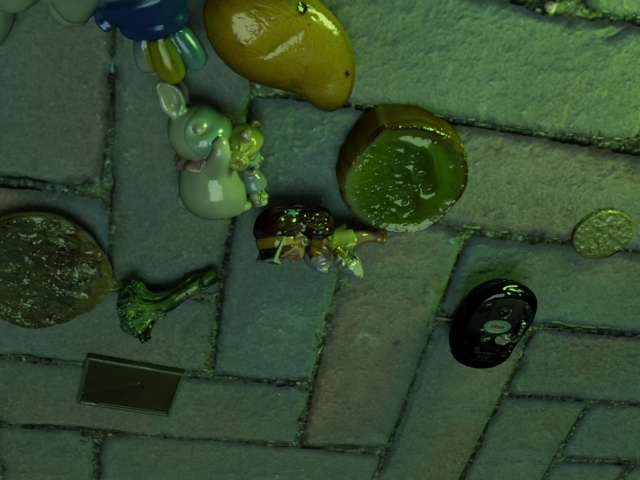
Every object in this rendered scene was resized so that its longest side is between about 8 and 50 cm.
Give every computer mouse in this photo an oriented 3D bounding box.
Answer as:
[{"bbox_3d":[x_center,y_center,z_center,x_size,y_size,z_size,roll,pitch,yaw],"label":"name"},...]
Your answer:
[{"bbox_3d":[0.337,0.156,1.503,0.137,0.096,0.233,12,130,-9],"label":"computer mouse"}]

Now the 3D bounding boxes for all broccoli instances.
[{"bbox_3d":[-0.285,0.106,1.411,0.204,0.118,0.122,-25,116,-6],"label":"broccoli"}]

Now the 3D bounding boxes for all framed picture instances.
[{"bbox_3d":[-0.404,0.310,1.601,0.203,0.015,0.150,12,126,-15],"label":"framed picture"}]

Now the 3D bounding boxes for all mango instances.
[{"bbox_3d":[-0.054,-0.292,1.112,0.262,0.109,0.157,31,110,-33],"label":"mango"}]

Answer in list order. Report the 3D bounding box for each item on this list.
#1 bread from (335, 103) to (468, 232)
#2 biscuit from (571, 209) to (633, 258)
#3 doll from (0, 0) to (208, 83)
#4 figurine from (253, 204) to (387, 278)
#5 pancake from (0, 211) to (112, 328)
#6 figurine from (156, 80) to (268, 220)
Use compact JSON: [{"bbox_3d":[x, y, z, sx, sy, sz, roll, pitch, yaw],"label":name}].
[{"bbox_3d":[0.138,-0.118,1.286,0.236,0.070,0.236,-2,129,-3],"label":"bread"},{"bbox_3d":[0.539,-0.011,1.441,0.120,0.015,0.120,-2,128,-3],"label":"biscuit"},{"bbox_3d":[-0.305,-0.379,0.990,0.366,0.187,0.376,16,152,-8],"label":"doll"},{"bbox_3d":[-0.001,-0.001,1.327,0.240,0.175,0.115,10,88,-24],"label":"figurine"},{"bbox_3d":[-0.517,0.055,1.370,0.283,0.049,0.282,-2,129,-3],"label":"pancake"},{"bbox_3d":[-0.172,-0.155,1.196,0.155,0.127,0.235,4,127,15],"label":"figurine"}]
